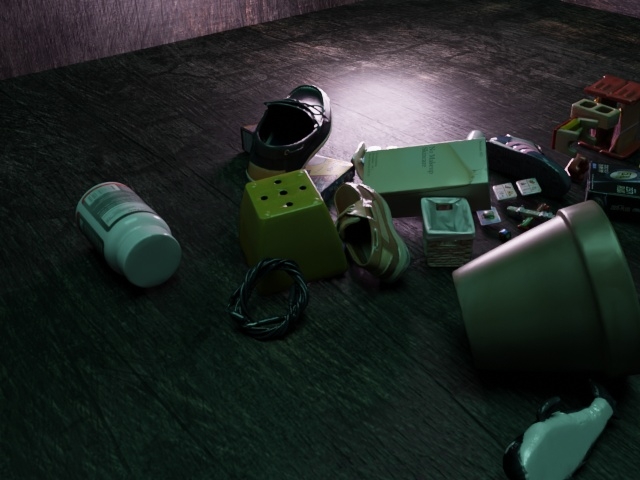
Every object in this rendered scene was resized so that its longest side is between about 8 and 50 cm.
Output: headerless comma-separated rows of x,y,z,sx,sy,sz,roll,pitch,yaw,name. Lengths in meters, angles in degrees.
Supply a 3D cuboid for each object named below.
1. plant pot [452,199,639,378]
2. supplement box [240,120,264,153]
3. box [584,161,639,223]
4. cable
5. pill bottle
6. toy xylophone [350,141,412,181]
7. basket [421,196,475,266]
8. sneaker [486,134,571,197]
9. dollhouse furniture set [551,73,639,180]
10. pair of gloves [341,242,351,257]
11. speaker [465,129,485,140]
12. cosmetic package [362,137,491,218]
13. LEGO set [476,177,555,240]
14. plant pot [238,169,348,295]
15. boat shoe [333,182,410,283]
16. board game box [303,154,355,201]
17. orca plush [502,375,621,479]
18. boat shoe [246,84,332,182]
0.402,0.114,1.278,0.281,0.323,0.323,-14,31,10,plant pot
-0.148,-0.296,2.109,0.104,0.080,0.188,-25,40,-32,supplement box
0.770,-0.127,1.803,0.148,0.077,0.180,10,35,17,box
-0.099,0.115,1.441,0.151,0.047,0.184,31,66,23,cable
-0.447,-0.013,1.614,0.161,0.161,0.283,-22,39,-28,pill bottle
0.244,-0.192,1.929,0.323,0.081,0.236,3,34,8,toy xylophone
0.297,-0.020,1.638,0.114,0.103,0.167,0,32,3,basket
0.596,-0.224,1.932,0.131,0.112,0.319,-22,39,-23,sneaker
0.772,-0.309,1.989,0.374,0.201,0.152,-30,42,-27,dollhouse furniture set
0.000,0.000,1.698,0.198,0.023,0.159,11,34,20,pair of gloves
0.455,-0.280,2.078,0.055,0.055,0.136,11,34,18,speaker
0.269,-0.154,1.756,0.310,0.113,0.160,-6,52,15,cosmetic package
0.494,-0.071,1.783,0.183,0.060,0.244,-12,31,7,LEGO set
-0.074,-0.036,1.571,0.212,0.187,0.212,-15,41,-12,plant pot
0.095,-0.037,1.604,0.117,0.123,0.324,17,28,-35,boat shoe
-0.031,-0.165,1.936,0.165,0.042,0.243,17,37,27,board game box
0.369,0.310,1.128,0.287,0.151,0.102,-36,15,-37,orca plush
-0.076,-0.326,1.956,0.187,0.155,0.500,14,41,9,boat shoe
